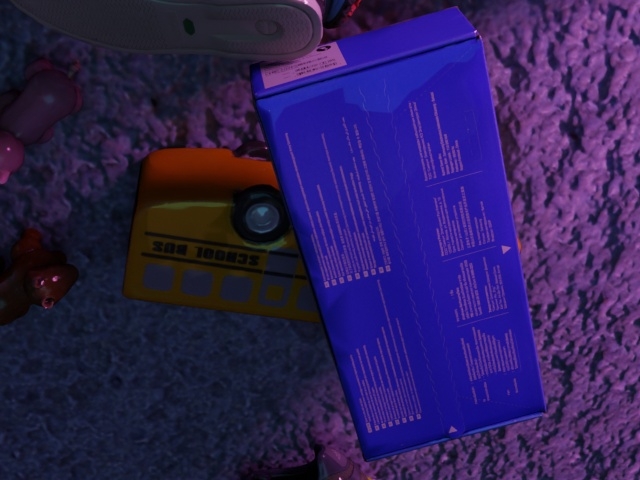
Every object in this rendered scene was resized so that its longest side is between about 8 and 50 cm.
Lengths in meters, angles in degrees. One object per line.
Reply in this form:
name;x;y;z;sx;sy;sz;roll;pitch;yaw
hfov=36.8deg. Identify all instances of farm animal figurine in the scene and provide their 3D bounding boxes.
farm animal figurine;-0.342;-0.038;0.757;0.326;0.172;0.330;-9;120;-2

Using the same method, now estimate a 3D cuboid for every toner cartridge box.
toner cartridge box;0.070;0.008;0.765;0.165;0.075;0.348;-14;119;3

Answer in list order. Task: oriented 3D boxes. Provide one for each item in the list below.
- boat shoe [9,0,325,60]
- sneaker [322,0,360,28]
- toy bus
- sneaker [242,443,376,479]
boat shoe;-0.112;-0.183;0.687;0.233;0.079;0.084;6;151;-1
sneaker;-0.005;-0.292;0.716;0.125;0.104;0.262;11;119;11
toy bus;0.000;0.000;0.858;0.332;0.108;0.130;8;118;-12
sneaker;-0.071;0.319;1.047;0.300;0.111;0.121;-34;108;6
